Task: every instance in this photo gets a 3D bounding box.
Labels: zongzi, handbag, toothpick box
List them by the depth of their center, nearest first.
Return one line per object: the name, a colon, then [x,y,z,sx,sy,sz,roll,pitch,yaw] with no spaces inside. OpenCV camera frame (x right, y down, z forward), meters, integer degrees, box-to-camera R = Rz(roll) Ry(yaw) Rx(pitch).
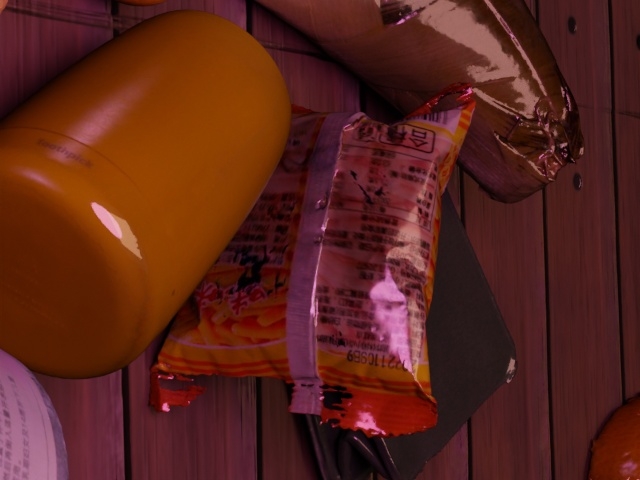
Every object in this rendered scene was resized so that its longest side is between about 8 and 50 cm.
toothpick box: [-0.131,-0.045,1.338,0.271,0.175,0.175,-51,127,-48]
zongzi: [0.073,-0.140,1.653,0.300,0.145,0.274,-23,86,-44]
handbag: [0.059,0.056,1.683,0.247,0.079,0.260,-38,115,-52]

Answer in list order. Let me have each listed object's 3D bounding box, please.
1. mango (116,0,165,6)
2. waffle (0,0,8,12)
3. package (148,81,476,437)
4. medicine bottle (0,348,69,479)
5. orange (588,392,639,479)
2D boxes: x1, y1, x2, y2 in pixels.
mango: [-0.147,-0.254,1.408,0.115,0.090,0.178,-46,116,-38]
waffle: [-0.268,-0.349,1.223,0.261,0.114,0.376,36,58,-45]
package: [-0.007,0.001,1.478,0.108,0.223,0.288,59,37,-58]
medicine bottle: [-0.309,0.115,1.002,0.290,0.245,0.245,36,58,-49]
orange: [0.372,0.342,2.102,0.274,0.274,0.310,29,95,-51]
